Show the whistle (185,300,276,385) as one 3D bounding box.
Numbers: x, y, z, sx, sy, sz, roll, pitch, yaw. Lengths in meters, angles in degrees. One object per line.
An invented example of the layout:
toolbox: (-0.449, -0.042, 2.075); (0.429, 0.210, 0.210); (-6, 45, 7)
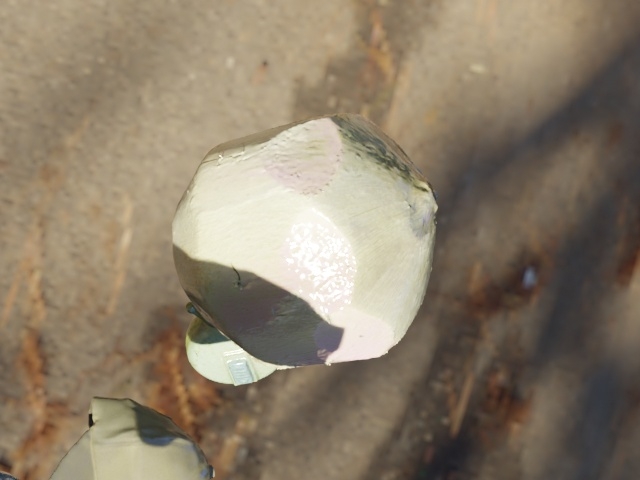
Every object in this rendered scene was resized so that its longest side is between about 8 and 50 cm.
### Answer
whistle: (-0.095, 0.080, 1.862); (0.198, 0.104, 0.057); (73, 9, -52)

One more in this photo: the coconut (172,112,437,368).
coconut: (0.001, 0.000, 1.648); (0.227, 0.230, 0.227); (22, 64, -56)

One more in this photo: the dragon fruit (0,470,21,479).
dragon fruit: (-0.324, 0.245, 1.199); (0.204, 0.283, 0.221); (53, 39, -64)

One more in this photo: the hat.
hat: (-0.153, 0.238, 1.497); (0.173, 0.144, 0.166); (-101, -172, -54)
